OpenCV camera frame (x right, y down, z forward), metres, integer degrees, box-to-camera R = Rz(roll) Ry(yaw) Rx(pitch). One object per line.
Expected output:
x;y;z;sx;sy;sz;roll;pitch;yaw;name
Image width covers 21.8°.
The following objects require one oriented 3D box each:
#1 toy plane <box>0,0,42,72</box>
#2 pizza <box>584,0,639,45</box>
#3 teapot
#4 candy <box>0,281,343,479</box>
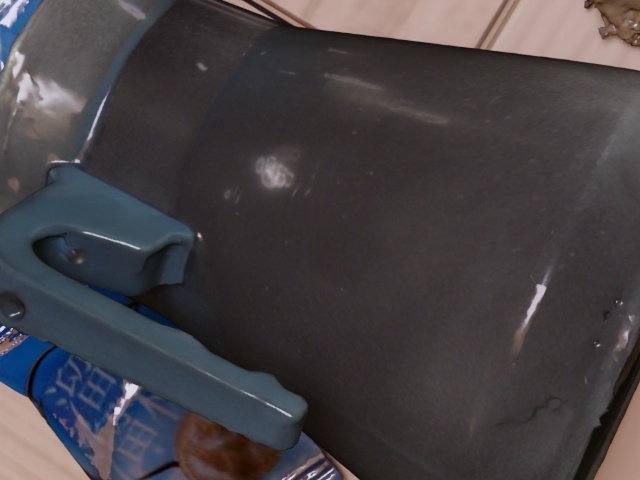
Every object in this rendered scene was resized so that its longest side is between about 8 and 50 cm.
-0.190;-0.059;0.639;0.254;0.105;0.271;-13;90;13;toy plane
0.145;-0.134;0.585;0.147;0.069;0.226;-27;86;10;pizza
0.000;0.000;0.557;0.225;0.203;0.171;23;122;15;teapot
-0.066;0.067;0.653;0.088;0.038;0.136;-38;86;-1;candy
